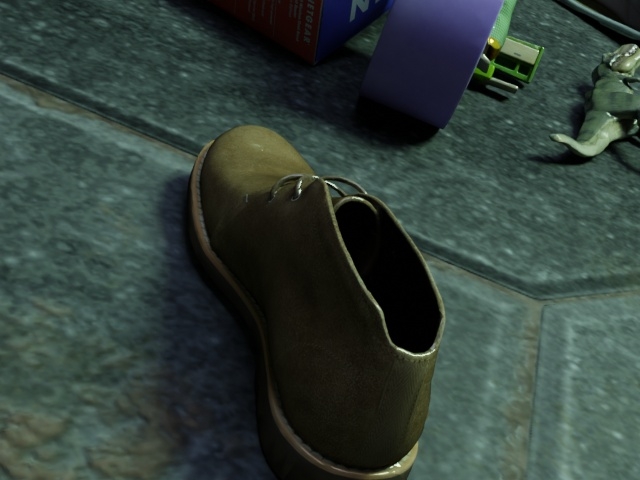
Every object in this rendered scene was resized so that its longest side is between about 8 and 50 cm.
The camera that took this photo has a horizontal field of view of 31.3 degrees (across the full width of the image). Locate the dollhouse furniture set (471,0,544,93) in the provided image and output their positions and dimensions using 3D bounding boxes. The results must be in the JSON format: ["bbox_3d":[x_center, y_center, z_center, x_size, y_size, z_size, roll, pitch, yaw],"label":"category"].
[{"bbox_3d":[0.180,-0.182,1.072,0.058,0.076,0.151,22,-1,6],"label":"dollhouse furniture set"}]

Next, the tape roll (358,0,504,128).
[{"bbox_3d":[0.103,-0.194,0.954,0.080,0.189,0.189,23,30,0],"label":"tape roll"}]

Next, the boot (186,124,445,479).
[{"bbox_3d":[0.000,0.000,0.650,0.112,0.115,0.305,6,32,-23],"label":"boot"}]

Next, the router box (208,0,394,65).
[{"bbox_3d":[-0.015,-0.346,1.116,0.301,0.082,0.335,35,54,21],"label":"router box"}]

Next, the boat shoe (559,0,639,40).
[{"bbox_3d":[0.338,-0.338,1.420,0.320,0.118,0.103,44,32,22],"label":"boat shoe"}]

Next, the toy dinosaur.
[{"bbox_3d":[0.297,-0.114,1.088,0.118,0.064,0.268,22,31,13],"label":"toy dinosaur"}]
